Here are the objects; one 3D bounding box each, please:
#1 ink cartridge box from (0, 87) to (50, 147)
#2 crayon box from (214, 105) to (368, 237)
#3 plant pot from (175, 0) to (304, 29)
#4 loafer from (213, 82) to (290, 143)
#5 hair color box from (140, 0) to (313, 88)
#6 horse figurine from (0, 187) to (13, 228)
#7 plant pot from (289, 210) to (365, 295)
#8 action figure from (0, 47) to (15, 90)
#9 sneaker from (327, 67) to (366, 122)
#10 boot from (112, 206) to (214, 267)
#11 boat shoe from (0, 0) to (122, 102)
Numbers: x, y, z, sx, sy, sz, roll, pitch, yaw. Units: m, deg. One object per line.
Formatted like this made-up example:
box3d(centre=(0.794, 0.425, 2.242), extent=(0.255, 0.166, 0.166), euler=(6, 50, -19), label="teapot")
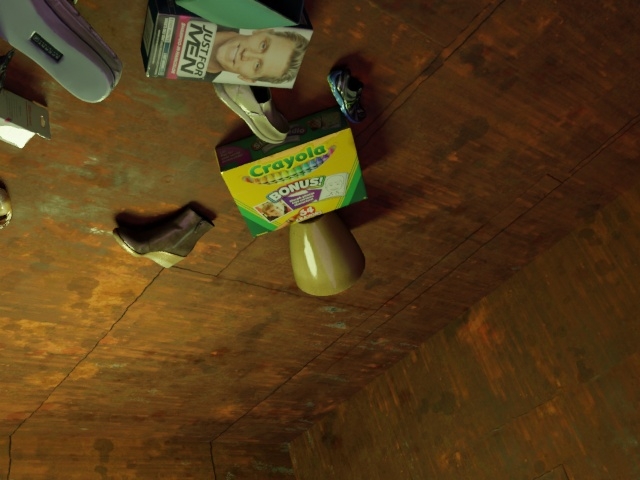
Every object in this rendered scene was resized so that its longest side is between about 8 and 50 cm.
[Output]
box3d(centre=(-0.698, -0.277, 1.613), extent=(0.061, 0.104, 0.181), euler=(-36, 142, 25), label="ink cartridge box")
box3d(centre=(-0.072, -0.185, 2.036), extent=(0.362, 0.106, 0.313), euler=(-19, 146, 1), label="crayon box")
box3d(centre=(-0.163, -0.501, 1.391), extent=(0.234, 0.166, 0.165), euler=(3, 171, 45), label="plant pot")
box3d(centre=(-0.151, -0.333, 1.798), extent=(0.092, 0.102, 0.268), euler=(-28, 145, 23), label="loafer")
box3d(centre=(-0.208, -0.446, 1.611), extent=(0.347, 0.105, 0.174), euler=(-2, 143, -24), label="hair color box")
box3d(centre=(-0.853, -0.106, 1.815), extent=(0.174, 0.066, 0.263), euler=(-15, 144, 6), label="horse figurine")
box3d(centre=(0.000, 0.000, 2.251), extent=(0.237, 0.237, 0.254), euler=(-19, 132, 0), label="plant pot")
box3d(centre=(-0.747, -0.388, 1.417), extent=(0.275, 0.141, 0.164), euler=(27, 139, -14), label="action figure")
box3d(centre=(0.083, -0.373, 1.883), extent=(0.078, 0.067, 0.188), euler=(-20, 143, 13), label="sneaker")
box3d(centre=(-0.455, -0.033, 2.113), extent=(0.207, 0.090, 0.248), euler=(-43, 139, 12), label="boot")
box3d(centre=(-0.536, -0.448, 1.437), extent=(0.135, 0.156, 0.367), euler=(-35, 114, 30), label="boat shoe")
